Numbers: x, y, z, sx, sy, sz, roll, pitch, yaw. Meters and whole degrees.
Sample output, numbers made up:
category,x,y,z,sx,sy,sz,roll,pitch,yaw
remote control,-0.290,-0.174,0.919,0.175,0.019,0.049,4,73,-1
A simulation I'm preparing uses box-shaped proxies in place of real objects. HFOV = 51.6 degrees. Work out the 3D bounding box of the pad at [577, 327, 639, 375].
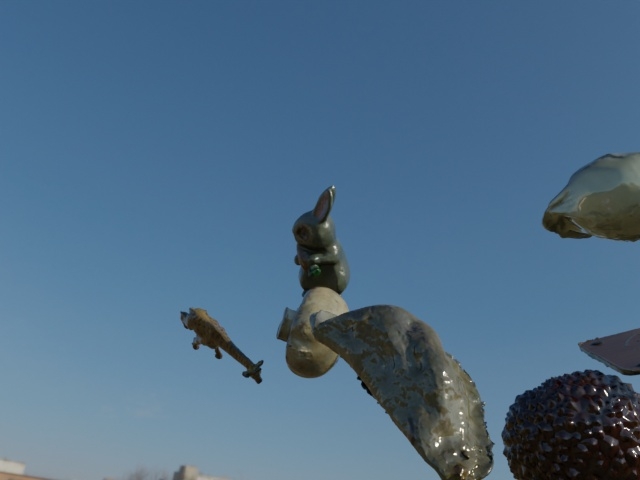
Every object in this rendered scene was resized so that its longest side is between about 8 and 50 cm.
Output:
category,x,y,z,sx,sy,sz,roll,pitch,yaw
pad,0.734,0.220,1.418,0.286,0.018,0.284,-14,2,2

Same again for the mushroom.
category,x,y,z,sx,sy,sz,roll,pitch,yaw
mushroom,-0.015,0.166,1.194,0.127,0.166,0.166,12,-25,0

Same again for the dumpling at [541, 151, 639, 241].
category,x,y,z,sx,sy,sz,roll,pitch,yaw
dumpling,0.511,-0.066,1.120,0.258,0.147,0.193,-29,-33,30

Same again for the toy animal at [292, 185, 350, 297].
category,x,y,z,sx,sy,sz,roll,pitch,yaw
toy animal,-0.002,-0.001,1.434,0.125,0.127,0.252,-12,-65,-15

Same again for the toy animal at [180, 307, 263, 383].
category,x,y,z,sx,sy,sz,roll,pitch,yaw
toy animal,-0.203,0.198,1.303,0.275,0.054,0.149,4,-56,56

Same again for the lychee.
category,x,y,z,sx,sy,sz,roll,pitch,yaw
lychee,0.443,0.350,1.088,0.267,0.268,0.267,7,-25,3

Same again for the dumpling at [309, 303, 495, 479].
category,x,y,z,sx,sy,sz,roll,pitch,yaw
dumpling,0.131,0.166,0.883,0.166,0.332,0.086,-20,-45,-28
